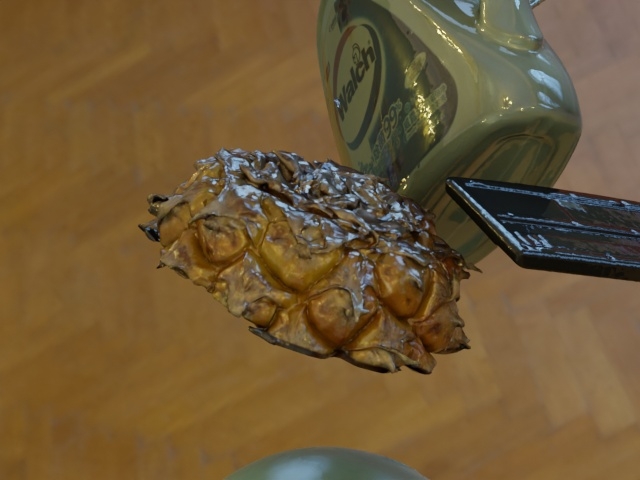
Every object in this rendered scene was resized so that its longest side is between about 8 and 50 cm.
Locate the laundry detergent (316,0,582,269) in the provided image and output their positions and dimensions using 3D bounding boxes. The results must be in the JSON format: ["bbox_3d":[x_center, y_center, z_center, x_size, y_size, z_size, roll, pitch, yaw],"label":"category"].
[{"bbox_3d":[0.075,-0.140,1.174,0.215,0.105,0.280,124,142,-49],"label":"laundry detergent"}]

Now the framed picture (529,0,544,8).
[{"bbox_3d":[0.087,-0.272,1.461,0.274,0.017,0.217,36,45,21],"label":"framed picture"}]

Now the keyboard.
[{"bbox_3d":[0.160,-0.008,1.012,0.041,0.381,0.103,-63,37,19],"label":"keyboard"}]

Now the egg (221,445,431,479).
[{"bbox_3d":[0.017,0.297,1.065,0.276,0.276,0.389,-29,39,6],"label":"egg"}]

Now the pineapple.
[{"bbox_3d":[0.000,0.000,1.014,0.076,0.225,0.225,-67,28,20],"label":"pineapple"}]
